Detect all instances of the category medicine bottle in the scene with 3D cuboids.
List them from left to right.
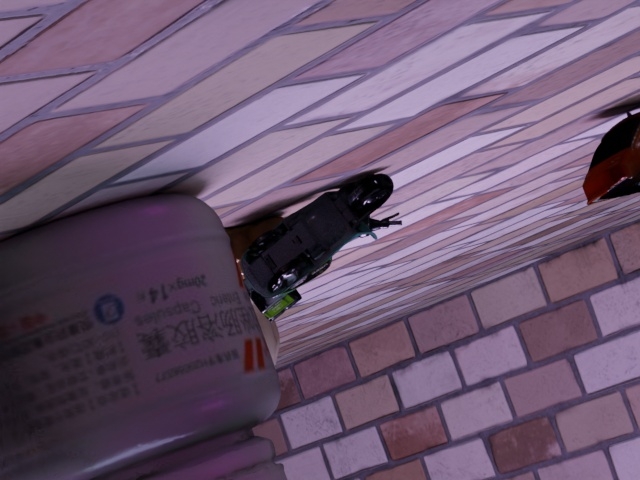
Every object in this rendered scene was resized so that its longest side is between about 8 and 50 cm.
[{"bbox_3d":[-0.147,0.139,1.514,0.241,0.302,0.241,-20,174,-2],"label":"medicine bottle"}]

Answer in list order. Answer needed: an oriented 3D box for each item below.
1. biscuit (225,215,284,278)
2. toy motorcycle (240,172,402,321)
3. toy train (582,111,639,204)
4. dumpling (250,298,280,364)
[{"bbox_3d":[-0.077,0.018,1.932,0.202,0.044,0.288,-22,176,21],"label":"biscuit"},{"bbox_3d":[0.000,0.000,1.818,0.173,0.058,0.100,-38,160,3],"label":"toy motorcycle"},{"bbox_3d":[0.438,-0.126,2.051,0.409,0.089,0.086,-16,168,-29],"label":"toy train"},{"bbox_3d":[-0.110,0.099,2.154,0.193,0.147,0.258,-50,-178,-17],"label":"dumpling"}]
